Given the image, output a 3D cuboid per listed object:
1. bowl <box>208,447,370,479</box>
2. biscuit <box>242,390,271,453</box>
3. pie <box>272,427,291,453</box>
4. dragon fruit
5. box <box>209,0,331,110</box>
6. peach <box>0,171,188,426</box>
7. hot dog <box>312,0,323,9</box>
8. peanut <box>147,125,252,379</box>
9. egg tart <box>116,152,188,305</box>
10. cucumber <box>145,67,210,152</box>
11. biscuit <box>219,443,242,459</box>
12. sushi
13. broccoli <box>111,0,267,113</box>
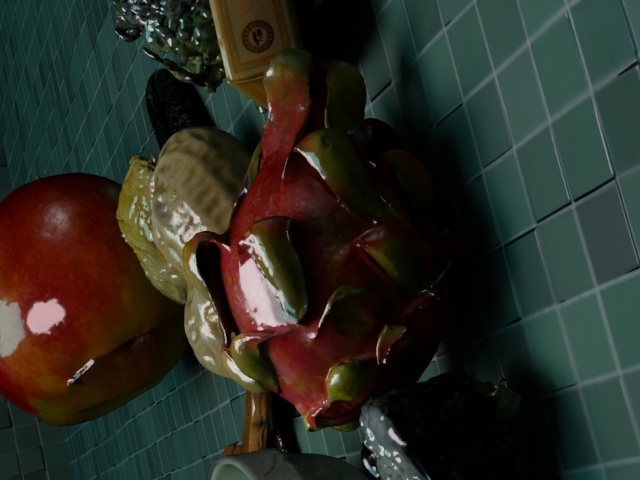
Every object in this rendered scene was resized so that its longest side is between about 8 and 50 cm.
[{"bbox_3d":[0.005,0.357,1.439,0.307,0.163,0.307,170,90,-69],"label":"bowl"},{"bbox_3d":[-0.081,0.276,1.765,0.165,0.036,0.250,-102,16,-70],"label":"biscuit"},{"bbox_3d":[-0.033,0.331,1.720,0.088,0.033,0.191,126,134,-69],"label":"pie"},{"bbox_3d":[0.016,0.008,1.201,0.227,0.243,0.307,91,-156,-79],"label":"dragon fruit"},{"bbox_3d":[-0.061,-0.272,1.333,0.174,0.076,0.274,18,-122,-75],"label":"box"},{"bbox_3d":[-0.370,0.084,2.071,0.370,0.370,0.370,170,90,-70],"label":"peach"},{"bbox_3d":[-0.003,-0.347,1.253,0.109,0.072,0.270,-162,65,-70],"label":"hot dog"},{"bbox_3d":[-0.117,0.009,1.620,0.140,0.153,0.325,110,151,-62],"label":"peanut"},{"bbox_3d":[-0.195,0.000,1.819,0.232,0.098,0.252,38,159,47],"label":"egg tart"},{"bbox_3d":[-0.189,-0.153,1.852,0.241,0.074,0.074,-118,26,-43],"label":"cucumber"},{"bbox_3d":[-0.164,0.437,1.874,0.306,0.043,0.284,-42,-33,-69],"label":"biscuit"},{"bbox_3d":[0.111,0.208,1.122,0.147,0.115,0.212,6,117,66],"label":"sushi"},{"bbox_3d":[-0.106,-0.227,1.560,0.198,0.177,0.275,30,169,22],"label":"broccoli"}]
